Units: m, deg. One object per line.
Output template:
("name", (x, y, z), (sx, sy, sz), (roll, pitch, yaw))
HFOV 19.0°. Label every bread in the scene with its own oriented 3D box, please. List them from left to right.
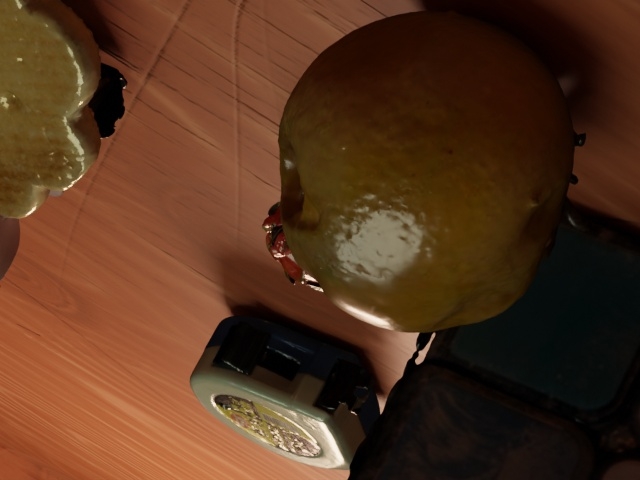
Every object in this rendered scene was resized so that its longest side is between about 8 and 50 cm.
("bread", (-0.295, -0.158, 1.558), (0.316, 0.054, 0.316), (24, 136, 25))

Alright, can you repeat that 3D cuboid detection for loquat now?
("loquat", (0.072, -0.050, 1.232), (0.213, 0.213, 0.213), (27, 161, 10))

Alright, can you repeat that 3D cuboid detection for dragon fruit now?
("dragon fruit", (0.001, 0.002, 1.629), (0.081, 0.086, 0.116), (-25, 143, 21))

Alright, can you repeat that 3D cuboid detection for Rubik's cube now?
("Rubik's cube", (0.225, 0.203, 1.445), (0.318, 0.316, 0.313), (24, 160, 21))

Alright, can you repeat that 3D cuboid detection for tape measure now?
("tape measure", (-0.016, 0.198, 2.122), (0.215, 0.098, 0.351), (20, 156, 21))

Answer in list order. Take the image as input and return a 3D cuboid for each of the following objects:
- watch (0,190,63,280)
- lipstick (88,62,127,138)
("watch", (-0.382, -0.038, 1.856), (0.244, 0.231, 0.196), (24, 158, 27))
("lipstick", (-0.347, -0.175, 1.691), (0.418, 0.077, 0.077), (20, 159, 28))
